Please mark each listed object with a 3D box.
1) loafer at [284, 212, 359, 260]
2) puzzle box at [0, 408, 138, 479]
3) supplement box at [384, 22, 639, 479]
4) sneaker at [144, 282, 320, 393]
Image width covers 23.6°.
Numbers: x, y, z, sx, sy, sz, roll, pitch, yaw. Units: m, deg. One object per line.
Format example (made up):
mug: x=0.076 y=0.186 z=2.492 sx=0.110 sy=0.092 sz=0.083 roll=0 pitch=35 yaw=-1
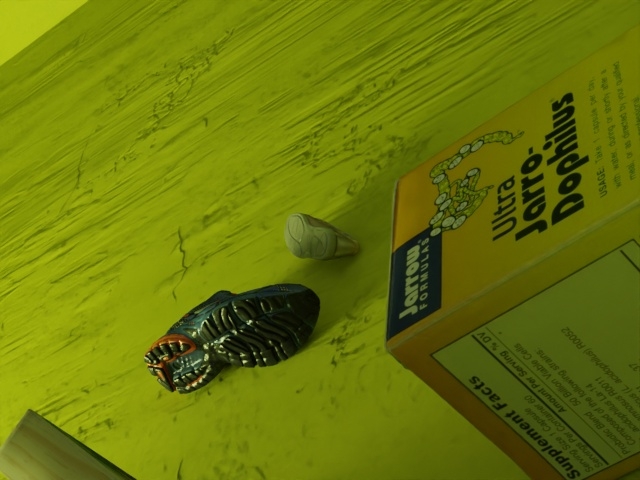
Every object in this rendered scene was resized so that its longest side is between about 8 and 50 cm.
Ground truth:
loafer: x=0.000 y=0.000 z=1.573 sx=0.125 sy=0.039 sz=0.045 roll=-155 pitch=74 yaw=-66
puzzle box: x=-0.046 y=0.245 z=1.009 sx=0.052 sy=0.272 sz=0.409 roll=-56 pitch=26 yaw=-9
supplement box: x=0.241 y=-0.012 z=1.030 sx=0.357 sy=0.194 sz=0.195 roll=-32 pitch=29 yaw=27
sneaker: x=-0.086 y=0.080 z=1.533 sx=0.221 sy=0.083 sz=0.087 roll=-20 pitch=29 yaw=38
